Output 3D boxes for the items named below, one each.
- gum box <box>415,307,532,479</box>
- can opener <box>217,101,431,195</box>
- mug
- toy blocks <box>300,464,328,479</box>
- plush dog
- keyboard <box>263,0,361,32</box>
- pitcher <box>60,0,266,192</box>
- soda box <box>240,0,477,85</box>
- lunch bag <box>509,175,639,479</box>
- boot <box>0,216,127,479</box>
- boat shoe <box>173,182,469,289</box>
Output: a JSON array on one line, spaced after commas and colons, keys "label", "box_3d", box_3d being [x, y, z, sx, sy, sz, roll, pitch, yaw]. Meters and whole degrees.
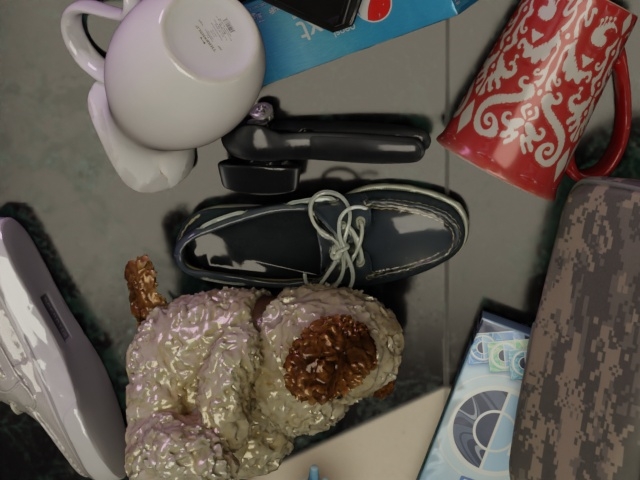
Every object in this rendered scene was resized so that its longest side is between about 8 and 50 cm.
[{"label": "gum box", "box_3d": [0.184, 0.173, 1.740, 0.157, 0.041, 0.184, 20, 103, 0]}, {"label": "can opener", "box_3d": [0.002, -0.083, 1.689, 0.186, 0.059, 0.073, -3, 121, 11]}, {"label": "mug", "box_3d": [0.194, -0.130, 1.654, 0.113, 0.150, 0.169, 33, 102, 35]}, {"label": "toy blocks", "box_3d": [-0.044, 0.247, 1.736, 0.123, 0.054, 0.148, 7, 136, 3]}, {"label": "plush dog", "box_3d": [-0.040, 0.098, 1.640, 0.225, 0.262, 0.210, -11, 89, 13]}, {"label": "keyboard", "box_3d": [-0.079, -0.316, 1.594, 0.317, 0.033, 0.201, 28, 119, 21]}, {"label": "pitcher", "box_3d": [-0.139, -0.149, 1.624, 0.125, 0.207, 0.177, -38, 89, -28]}, {"label": "soda box", "box_3d": [0.023, -0.193, 1.623, 0.210, 0.067, 0.071, -17, 102, 31]}, {"label": "lunch bag", "box_3d": [0.326, 0.101, 1.611, 0.256, 0.212, 0.305, 9, 92, -26]}, {"label": "boot", "box_3d": [-0.274, 0.115, 1.752, 0.123, 0.095, 0.258, -25, 91, 16]}, {"label": "boat shoe", "box_3d": [0.000, 0.000, 1.698, 0.255, 0.079, 0.095, 1, 103, 5]}]
